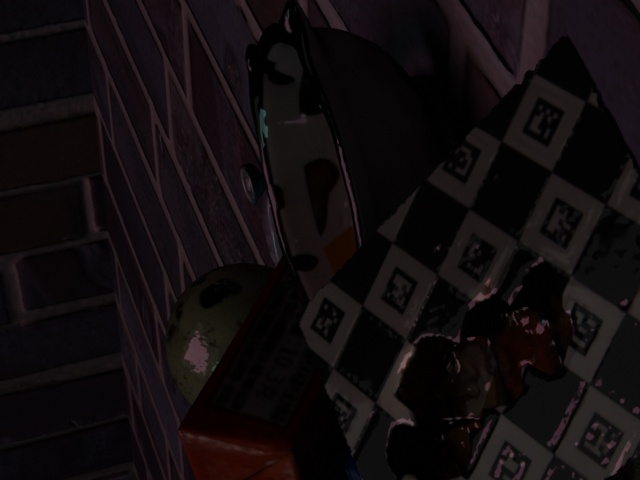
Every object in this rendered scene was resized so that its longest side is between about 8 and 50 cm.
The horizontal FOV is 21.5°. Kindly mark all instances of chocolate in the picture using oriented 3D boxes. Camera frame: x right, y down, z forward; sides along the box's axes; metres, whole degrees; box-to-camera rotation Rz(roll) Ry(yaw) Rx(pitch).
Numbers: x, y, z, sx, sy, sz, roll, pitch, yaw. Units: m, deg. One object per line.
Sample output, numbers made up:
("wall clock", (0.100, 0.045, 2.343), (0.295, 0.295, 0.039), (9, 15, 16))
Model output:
("chocolate", (-0.010, 0.165, 1.489), (0.237, 0.108, 0.235), (-58, -35, -39))

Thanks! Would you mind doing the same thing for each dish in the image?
("dish", (0.039, -0.053, 1.355), (0.303, 0.120, 0.303), (167, 90, -76))

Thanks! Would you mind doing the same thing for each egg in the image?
("egg", (-0.079, 0.128, 1.871), (0.228, 0.177, 0.177), (74, 173, -47))

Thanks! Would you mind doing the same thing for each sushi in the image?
("sushi", (0.127, 0.062, 1.090), (0.290, 0.050, 0.264), (-45, 51, 30))

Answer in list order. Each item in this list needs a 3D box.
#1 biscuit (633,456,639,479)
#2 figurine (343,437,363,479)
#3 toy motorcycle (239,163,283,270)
("biscuit", (0.228, 0.165, 1.022), (0.152, 0.020, 0.152), (168, 90, -75))
("figurine", (0.085, 0.215, 1.414), (0.164, 0.120, 0.262), (145, 110, -73))
("toy motorcycle", (0.000, 0.000, 1.600), (0.260, 0.110, 0.171), (119, 130, -70))
